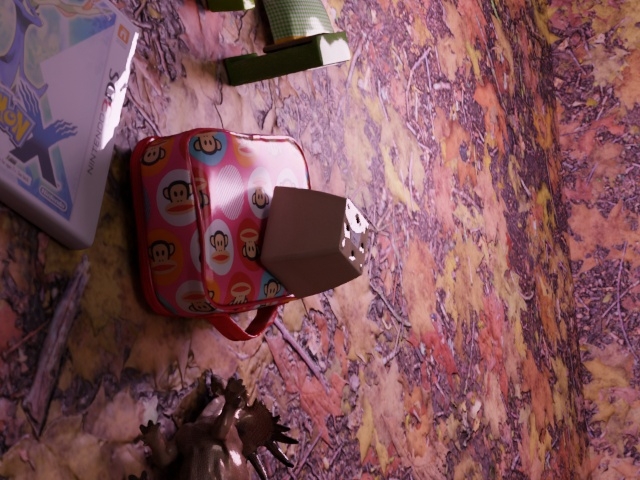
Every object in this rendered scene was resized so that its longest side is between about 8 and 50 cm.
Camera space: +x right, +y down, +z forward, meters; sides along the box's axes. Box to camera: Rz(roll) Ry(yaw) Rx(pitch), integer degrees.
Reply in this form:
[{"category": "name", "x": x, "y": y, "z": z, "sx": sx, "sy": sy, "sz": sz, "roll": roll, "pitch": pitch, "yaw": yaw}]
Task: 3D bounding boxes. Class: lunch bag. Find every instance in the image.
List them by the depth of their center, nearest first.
[{"category": "lunch bag", "x": -0.107, "y": -0.004, "z": 1.445, "sx": 0.293, "sy": 0.120, "sz": 0.258, "roll": 0, "pitch": 82, "yaw": -62}]

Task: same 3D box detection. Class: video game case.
[{"category": "video game case", "x": -0.320, "y": -0.194, "z": 1.203, "sx": 0.329, "sy": 0.036, "sz": 0.300, "roll": 43, "pitch": 45, "yaw": -48}]

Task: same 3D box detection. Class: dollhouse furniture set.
[{"category": "dollhouse furniture set", "x": -0.020, "y": -0.347, "z": 1.684, "sx": 0.301, "sy": 0.151, "sz": 0.198, "roll": -28, "pitch": 106, "yaw": -61}]

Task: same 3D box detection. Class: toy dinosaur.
[{"category": "toy dinosaur", "x": -0.117, "y": 0.280, "z": 1.344, "sx": 0.200, "sy": 0.127, "sz": 0.296, "roll": 50, "pitch": 45, "yaw": -53}]

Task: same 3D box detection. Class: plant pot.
[{"category": "plant pot", "x": 0.000, "y": 0.000, "z": 1.433, "sx": 0.109, "sy": 0.096, "sz": 0.109, "roll": 48, "pitch": 45, "yaw": -51}]
